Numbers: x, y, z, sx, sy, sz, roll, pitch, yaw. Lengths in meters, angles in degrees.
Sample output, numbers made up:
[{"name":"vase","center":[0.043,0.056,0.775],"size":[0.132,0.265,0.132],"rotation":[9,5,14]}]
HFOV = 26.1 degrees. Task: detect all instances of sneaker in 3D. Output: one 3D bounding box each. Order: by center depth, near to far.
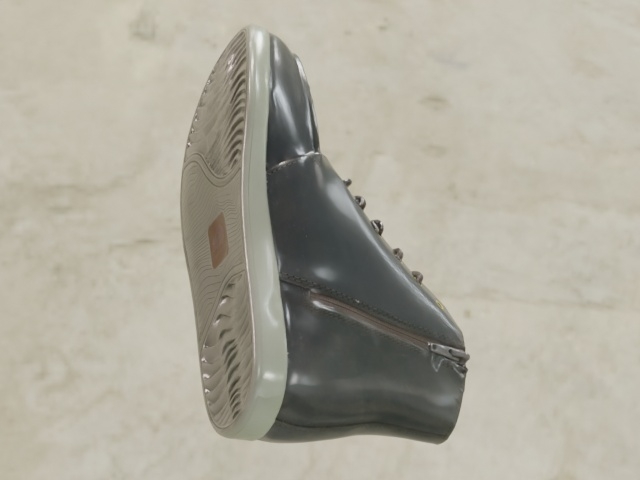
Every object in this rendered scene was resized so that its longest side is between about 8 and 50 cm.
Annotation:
[{"name":"sneaker","center":[0.000,0.000,0.688],"size":[0.118,0.083,0.222],"rotation":[11,59,-27]}]
